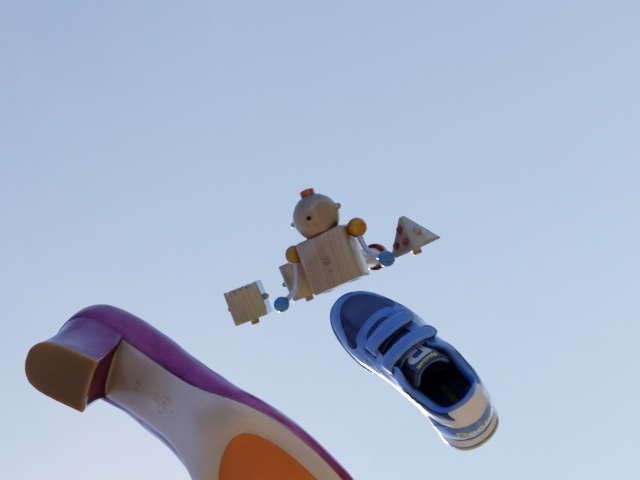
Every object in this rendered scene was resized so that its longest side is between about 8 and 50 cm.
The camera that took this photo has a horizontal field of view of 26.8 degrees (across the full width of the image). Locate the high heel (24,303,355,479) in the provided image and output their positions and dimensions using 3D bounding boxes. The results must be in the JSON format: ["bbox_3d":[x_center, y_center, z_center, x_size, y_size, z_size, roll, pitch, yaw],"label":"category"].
[{"bbox_3d":[-0.071,0.115,0.890,0.117,0.244,0.082,-34,-37,-71],"label":"high heel"}]

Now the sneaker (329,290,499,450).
[{"bbox_3d":[0.061,0.077,0.900,0.053,0.144,0.059,-46,-27,-9],"label":"sneaker"}]

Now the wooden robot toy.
[{"bbox_3d":[0.000,0.000,1.015,0.079,0.173,0.076,67,-157,2],"label":"wooden robot toy"}]
